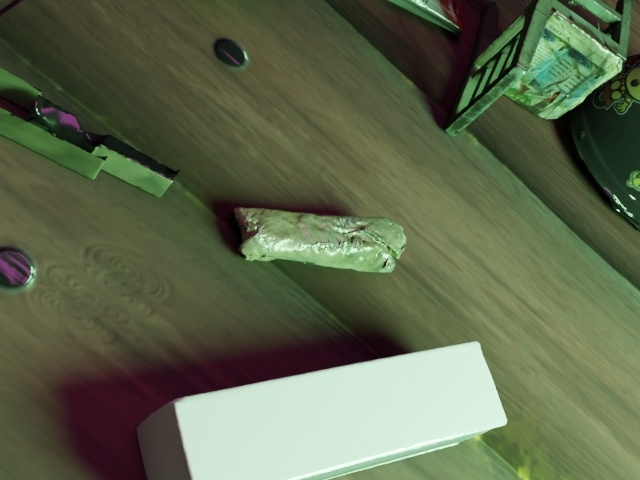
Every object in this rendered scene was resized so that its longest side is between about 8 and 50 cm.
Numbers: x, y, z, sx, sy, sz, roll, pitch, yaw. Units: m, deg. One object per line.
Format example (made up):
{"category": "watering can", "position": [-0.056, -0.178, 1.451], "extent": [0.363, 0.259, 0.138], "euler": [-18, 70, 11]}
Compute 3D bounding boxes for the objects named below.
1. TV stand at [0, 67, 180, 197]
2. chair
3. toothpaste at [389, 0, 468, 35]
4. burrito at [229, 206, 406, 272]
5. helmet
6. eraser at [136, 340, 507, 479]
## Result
{"category": "TV stand", "position": [-0.232, -0.101, 0.688], "extent": [0.249, 0.036, 0.042], "euler": [28, 51, -18]}
{"category": "chair", "position": [0.267, -0.210, 1.020], "extent": [0.147, 0.136, 0.270], "euler": [32, 49, -13]}
{"category": "toothpaste", "position": [0.079, -0.308, 1.019], "extent": [0.239, 0.039, 0.062], "euler": [19, 48, -27]}
{"category": "burrito", "position": [0.001, -0.001, 0.784], "extent": [0.171, 0.042, 0.051], "euler": [7, 71, -29]}
{"category": "helmet", "position": [0.458, -0.131, 1.090], "extent": [0.279, 0.160, 0.230], "euler": [32, 49, -13]}
{"category": "eraser", "position": [0.012, 0.147, 0.682], "extent": [0.298, 0.076, 0.078], "euler": [-5, 68, -35]}
